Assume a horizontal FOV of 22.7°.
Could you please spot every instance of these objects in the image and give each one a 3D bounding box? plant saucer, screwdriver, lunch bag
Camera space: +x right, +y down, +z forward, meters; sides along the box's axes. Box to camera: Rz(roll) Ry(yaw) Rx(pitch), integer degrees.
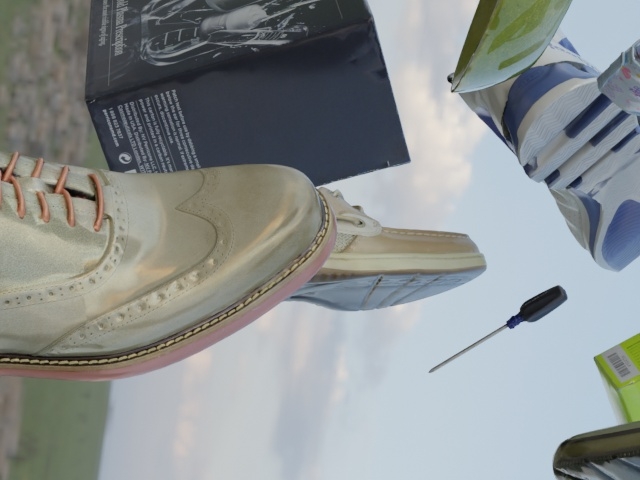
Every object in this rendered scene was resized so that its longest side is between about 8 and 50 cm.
[{"bbox_3d":[0.129,-0.182,0.827,0.241,0.037,0.241,-158,-90,-89],"label":"plant saucer"},{"bbox_3d":[0.186,0.099,1.675,0.024,0.170,0.025,44,14,-46],"label":"screwdriver"},{"bbox_3d":[0.229,-0.112,1.037,0.071,0.083,0.053,115,-24,-75],"label":"lunch bag"}]

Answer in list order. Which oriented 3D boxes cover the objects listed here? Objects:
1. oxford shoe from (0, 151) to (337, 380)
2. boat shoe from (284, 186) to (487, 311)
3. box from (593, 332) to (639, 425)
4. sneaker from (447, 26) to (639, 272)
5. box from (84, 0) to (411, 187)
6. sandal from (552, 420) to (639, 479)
[{"bbox_3d":[-0.183,0.005,1.050,0.140,0.397,0.146,-115,-167,-46],"label":"oxford shoe"},{"bbox_3d":[0.000,0.000,1.348,0.109,0.302,0.098,135,-49,-61],"label":"boat shoe"},{"bbox_3d":[0.267,0.124,1.128,0.178,0.109,0.042,64,-2,-42],"label":"box"},{"bbox_3d":[0.217,-0.111,1.404,0.315,0.127,0.182,39,15,-54],"label":"sneaker"},{"bbox_3d":[-0.089,-0.189,1.797,0.343,0.313,0.179,-104,178,-62],"label":"box"},{"bbox_3d":[0.271,0.085,0.874,0.303,0.120,0.086,-26,-140,25],"label":"sandal"}]
